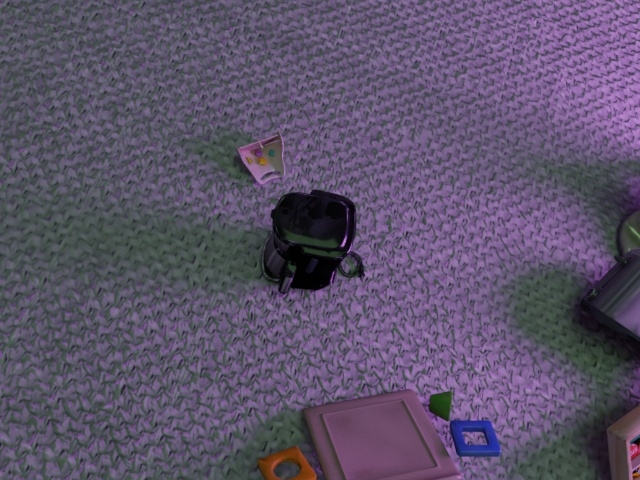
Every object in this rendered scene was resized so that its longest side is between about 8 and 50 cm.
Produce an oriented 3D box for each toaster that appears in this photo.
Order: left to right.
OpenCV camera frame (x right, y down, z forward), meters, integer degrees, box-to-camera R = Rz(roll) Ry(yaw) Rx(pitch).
[{"bbox_3d":[0.570,0.117,1.085,0.227,0.129,0.146,34,100,1],"label":"toaster"}]

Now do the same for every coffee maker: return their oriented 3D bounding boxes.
[{"bbox_3d":[0.000,0.000,1.004,0.171,0.178,0.120,-10,73,-16],"label":"coffee maker"}]

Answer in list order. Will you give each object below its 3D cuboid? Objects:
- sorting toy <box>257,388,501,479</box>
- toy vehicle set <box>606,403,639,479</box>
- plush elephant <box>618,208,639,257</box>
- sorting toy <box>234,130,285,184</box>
[{"bbox_3d":[0.081,0.301,0.935,0.348,0.047,0.196,-6,29,-14],"label":"sorting toy"},{"bbox_3d":[0.572,0.305,1.037,0.267,0.035,0.165,-26,116,-19],"label":"toy vehicle set"},{"bbox_3d":[0.693,-0.033,1.140,0.272,0.330,0.255,0,92,1],"label":"plush elephant"},{"bbox_3d":[-0.098,-0.137,1.111,0.083,0.045,0.075,-22,83,-19],"label":"sorting toy"}]
